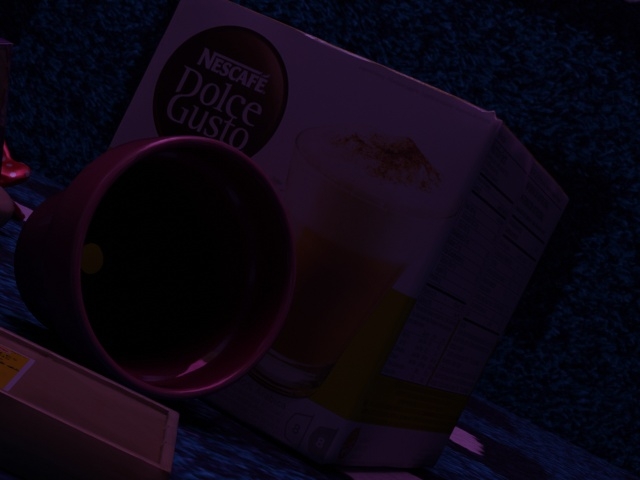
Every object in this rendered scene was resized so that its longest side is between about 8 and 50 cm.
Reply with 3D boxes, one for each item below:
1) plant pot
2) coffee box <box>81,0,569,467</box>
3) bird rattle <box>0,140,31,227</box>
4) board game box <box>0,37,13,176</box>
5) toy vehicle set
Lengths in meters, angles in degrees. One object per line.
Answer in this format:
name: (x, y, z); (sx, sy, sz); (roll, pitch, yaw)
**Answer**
plant pot: (-0.149, 0.020, 1.053); (0.201, 0.201, 0.180); (26, -16, -34)
coffee box: (0.000, 0.000, 1.293); (0.337, 0.334, 0.338); (27, 1, 23)
bird rattle: (-0.428, -0.070, 1.487); (0.253, 0.143, 0.207); (43, 1, -42)
board game box: (-0.402, -0.126, 1.227); (0.056, 0.208, 0.346); (-3, 21, -44)
toy vehicle set: (-0.207, 0.071, 0.738); (0.266, 0.035, 0.166); (27, 1, -5)
